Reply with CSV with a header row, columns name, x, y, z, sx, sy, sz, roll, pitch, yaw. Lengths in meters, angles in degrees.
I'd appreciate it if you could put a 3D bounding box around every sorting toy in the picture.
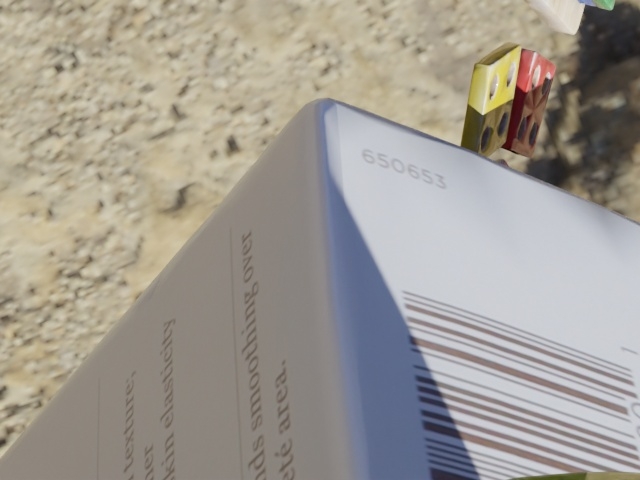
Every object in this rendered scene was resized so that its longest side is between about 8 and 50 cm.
name,x,y,z,sx,sy,sz,roll,pitch,yaw
sorting toy,0.126,-0.155,0.773,0.132,0.046,0.275,17,89,-71

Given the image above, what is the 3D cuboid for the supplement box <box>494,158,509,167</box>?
name,x,y,z,sx,sy,sz,roll,pitch,yaw
supplement box,0.015,0.049,1.058,0.073,0.239,0.130,58,25,-10

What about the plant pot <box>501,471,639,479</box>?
name,x,y,z,sx,sy,sz,roll,pitch,yaw
plant pot,0.042,0.216,0.293,0.275,0.274,0.293,64,18,-4

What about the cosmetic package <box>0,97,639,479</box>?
name,x,y,z,sx,sy,sz,roll,pitch,yaw
cosmetic package,0.038,0.219,0.752,0.327,0.394,0.329,19,44,-28
